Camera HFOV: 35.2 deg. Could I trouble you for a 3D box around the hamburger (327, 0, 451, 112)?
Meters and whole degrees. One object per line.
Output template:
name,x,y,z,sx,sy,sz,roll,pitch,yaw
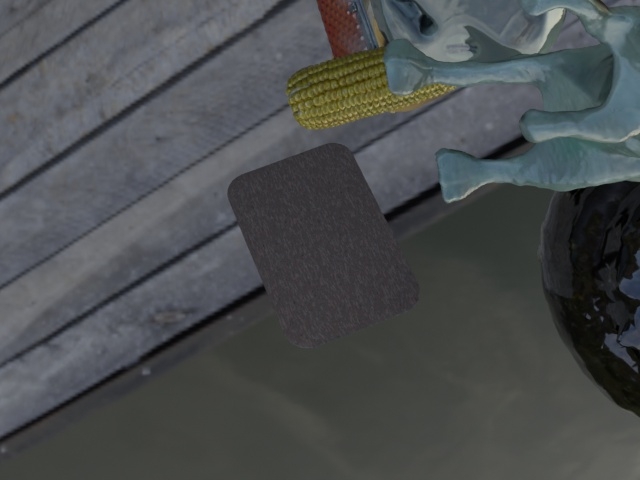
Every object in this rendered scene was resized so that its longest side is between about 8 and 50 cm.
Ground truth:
hamburger,0.148,-0.376,1.805,0.302,0.170,0.302,-3,97,-31

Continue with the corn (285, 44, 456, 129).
corn,0.073,-0.220,1.392,0.244,0.093,0.093,-14,135,14

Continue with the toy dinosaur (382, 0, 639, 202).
toy dinosaur,0.156,-0.073,0.624,0.205,0.092,0.393,-5,163,18

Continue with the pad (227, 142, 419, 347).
pad,0.000,0.000,1.269,0.176,0.266,0.002,-21,152,-7

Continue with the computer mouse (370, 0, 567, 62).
computer mouse,0.133,-0.300,0.942,0.197,0.095,0.331,3,129,16

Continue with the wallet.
wallet,0.035,-0.332,1.504,0.020,0.196,0.103,-16,176,-30

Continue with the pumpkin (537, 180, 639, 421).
pumpkin,0.499,0.026,1.270,0.454,0.344,0.454,-1,99,-6
